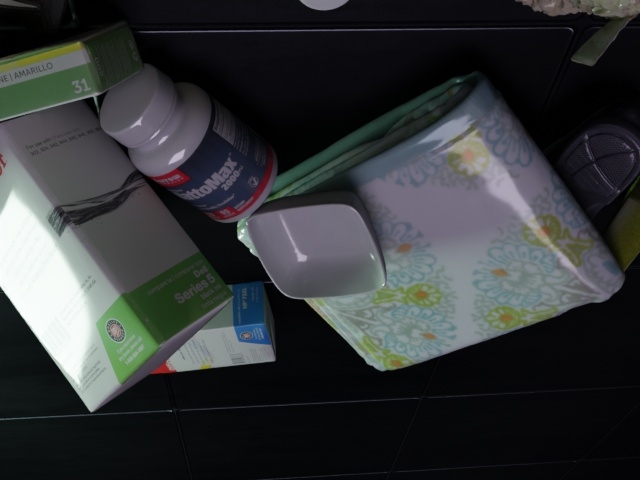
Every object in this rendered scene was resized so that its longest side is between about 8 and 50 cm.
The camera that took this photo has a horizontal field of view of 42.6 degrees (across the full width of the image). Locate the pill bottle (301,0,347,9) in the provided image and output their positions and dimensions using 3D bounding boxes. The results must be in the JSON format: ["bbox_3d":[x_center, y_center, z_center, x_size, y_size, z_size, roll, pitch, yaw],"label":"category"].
[{"bbox_3d":[-0.001,-0.242,0.656,0.065,0.116,0.065,-4,148,-2],"label":"pill bottle"}]

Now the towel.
[{"bbox_3d":[0.122,0.001,0.999,0.374,0.090,0.320,-25,122,34],"label":"towel"}]

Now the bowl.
[{"bbox_3d":[0.000,0.000,0.933,0.142,0.053,0.142,-7,130,21],"label":"bowl"}]

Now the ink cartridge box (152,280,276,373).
[{"bbox_3d":[-0.191,0.138,1.260,0.230,0.078,0.134,-6,147,1],"label":"ink cartridge box"}]

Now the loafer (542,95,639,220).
[{"bbox_3d":[0.293,-0.061,1.009,0.109,0.095,0.302,37,142,-1],"label":"loafer"}]

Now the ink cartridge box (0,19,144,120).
[{"bbox_3d":[-0.272,-0.131,0.705,0.171,0.235,0.056,-13,110,12],"label":"ink cartridge box"}]

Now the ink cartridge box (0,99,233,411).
[{"bbox_3d":[-0.251,0.017,0.883,0.114,0.273,0.198,-33,174,-46],"label":"ink cartridge box"}]

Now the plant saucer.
[{"bbox_3d":[0.397,-0.048,1.004,0.045,0.188,0.188,32,150,14],"label":"plant saucer"}]

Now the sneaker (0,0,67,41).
[{"bbox_3d":[-0.328,-0.206,0.648,0.275,0.098,0.135,-2,113,-7],"label":"sneaker"}]

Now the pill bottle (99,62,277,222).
[{"bbox_3d":[-0.138,-0.102,0.865,0.107,0.108,0.180,-24,143,27],"label":"pill bottle"}]

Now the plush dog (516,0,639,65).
[{"bbox_3d":[0.196,-0.279,0.588,0.225,0.211,0.262,41,130,-20],"label":"plush dog"}]
